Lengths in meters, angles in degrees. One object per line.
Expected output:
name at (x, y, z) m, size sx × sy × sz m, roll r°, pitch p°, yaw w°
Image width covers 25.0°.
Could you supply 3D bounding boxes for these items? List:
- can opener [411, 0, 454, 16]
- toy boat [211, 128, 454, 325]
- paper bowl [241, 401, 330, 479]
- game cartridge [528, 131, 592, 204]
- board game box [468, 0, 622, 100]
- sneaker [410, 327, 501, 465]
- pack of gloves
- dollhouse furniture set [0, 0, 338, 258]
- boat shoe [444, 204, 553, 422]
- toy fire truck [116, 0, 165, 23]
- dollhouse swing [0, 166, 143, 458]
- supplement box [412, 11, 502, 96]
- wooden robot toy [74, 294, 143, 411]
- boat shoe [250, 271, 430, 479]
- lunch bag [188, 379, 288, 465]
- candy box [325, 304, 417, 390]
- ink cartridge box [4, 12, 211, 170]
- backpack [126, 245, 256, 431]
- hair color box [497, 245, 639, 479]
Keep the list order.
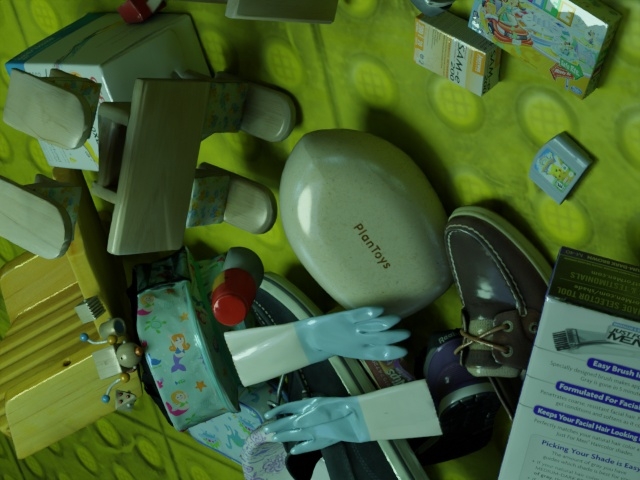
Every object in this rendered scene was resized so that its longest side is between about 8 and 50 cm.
can opener at (0.058, -0.364, 1.527) m, size 0.283 × 0.076 × 0.095 m, roll 56°, pitch 146°, yaw -5°
toy boat at (0.000, 0.000, 1.805) m, size 0.318 × 0.148 × 0.267 m, roll -27°, pitch 109°, yaw 13°
paper bowl at (0.030, 0.360, 2.170) m, size 0.284 × 0.148 × 0.284 m, roll 31°, pitch 140°, yaw 29°
game cartridge at (0.263, -0.081, 1.600) m, size 0.056 × 0.017 × 0.083 m, roll 47°, pitch 146°, yaw 15°
board game box at (0.229, -0.227, 1.493) m, size 0.154 × 0.026 × 0.103 m, roll 37°, pitch 143°, yaw 22°
sneaker at (0.171, 0.207, 1.933) m, size 0.283 × 0.107 × 0.124 m, roll 106°, pitch 150°, yaw -60°
pack of gloves at (0.020, 0.169, 1.804) m, size 0.232 × 0.046 × 0.195 m, roll -11°, pitch 116°, yaw 17°
dollhouse furniture set at (-0.156, -0.164, 1.738) m, size 0.256 × 0.362 × 0.394 m, roll 23°, pitch 108°, yaw 37°
boat shoe at (0.228, 0.123, 1.733) m, size 0.123 × 0.123 × 0.342 m, roll -3°, pitch 119°, yaw 51°
toy fire truck at (-0.225, -0.370, 1.885) m, size 0.192 × 0.047 × 0.135 m, roll -14°, pitch 110°, yaw 53°
dollhouse swing at (-0.437, 0.075, 2.221) m, size 0.305 × 0.315 × 0.347 m, roll 56°, pitch -171°, yaw -37°
supplement box at (0.151, -0.210, 1.594) m, size 0.098 × 0.036 × 0.062 m, roll 31°, pitch 142°, yaw 28°
wooden robot toy at (-0.277, 0.154, 2.034) m, size 0.079 × 0.076 × 0.173 m, roll -21°, pitch 88°, yaw 35°
boat shoe at (0.009, 0.247, 1.947) m, size 0.500 × 0.156 × 0.187 m, roll 58°, pitch 176°, yaw 30°
lunch bag at (-0.135, 0.282, 2.347) m, size 0.219 × 0.090 × 0.176 m, roll 21°, pitch 135°, yaw 38°
candy box at (0.070, 0.148, 1.941) m, size 0.109 × 0.053 × 0.186 m, roll 61°, pitch 176°, yaw -13°
ink cartridge box at (-0.282, -0.205, 1.995) m, size 0.232 × 0.168 × 0.171 m, roll 8°, pitch 127°, yaw 46°
backpack at (-0.187, 0.151, 2.144) m, size 0.253 × 0.191 × 0.225 m, roll -97°, pitch -10°, yaw -63°
hair color box at (0.313, 0.188, 1.610) m, size 0.185 × 0.110 × 0.339 m, roll 15°, pitch 128°, yaw 9°
